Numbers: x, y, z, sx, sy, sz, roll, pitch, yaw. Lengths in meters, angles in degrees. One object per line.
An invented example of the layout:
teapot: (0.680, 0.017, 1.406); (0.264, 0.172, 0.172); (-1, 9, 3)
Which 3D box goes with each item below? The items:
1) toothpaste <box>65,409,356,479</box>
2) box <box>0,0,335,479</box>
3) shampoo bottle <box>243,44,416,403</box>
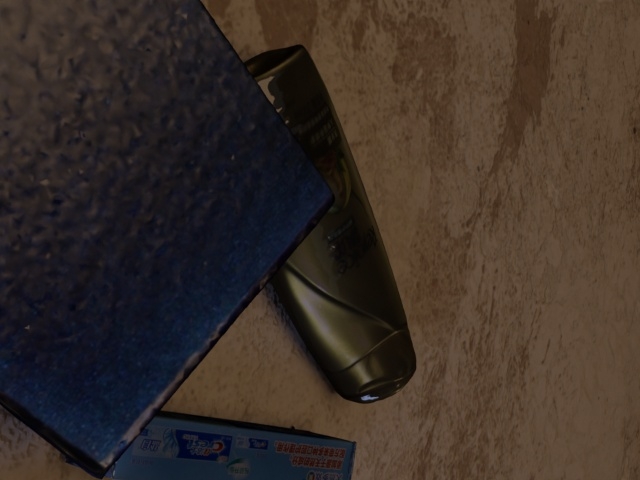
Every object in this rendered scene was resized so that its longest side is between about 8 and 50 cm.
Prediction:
toothpaste: (-0.079, 0.177, 0.692); (0.272, 0.066, 0.053); (22, 73, -46)
box: (-0.162, -0.037, 0.532); (0.261, 0.116, 0.279); (-50, 125, -20)
shampoo bottle: (0.000, 0.000, 0.769); (0.125, 0.084, 0.350); (-38, 118, -34)
